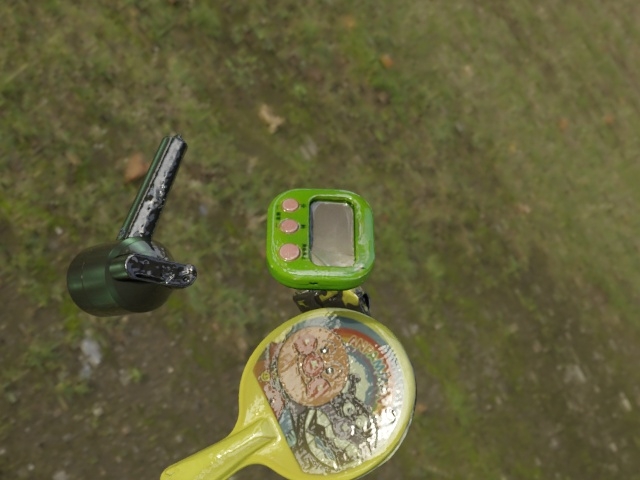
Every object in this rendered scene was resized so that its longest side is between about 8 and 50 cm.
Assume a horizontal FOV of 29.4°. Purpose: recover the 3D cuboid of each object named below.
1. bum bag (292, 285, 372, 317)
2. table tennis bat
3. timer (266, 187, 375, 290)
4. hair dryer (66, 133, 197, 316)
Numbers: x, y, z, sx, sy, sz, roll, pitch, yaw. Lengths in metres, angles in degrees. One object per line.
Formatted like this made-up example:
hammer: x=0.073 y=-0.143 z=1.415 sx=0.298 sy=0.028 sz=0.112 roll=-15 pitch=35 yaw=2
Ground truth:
bum bag: x=0.022 y=0.112 z=1.998 sx=0.060 sy=0.232 sz=0.106 roll=-41 pitch=97 yaw=-21
table tennis bat: x=-0.050 y=0.232 z=1.563 sx=0.224 sy=0.369 sz=0.054 roll=61 pitch=7 yaw=19
timer: x=0.000 y=0.000 z=1.442 sx=0.047 sy=0.128 sz=0.140 roll=95 pitch=-4 yaw=-51
hair dryer: x=-0.247 y=-0.034 z=1.801 sx=0.116 sy=0.244 sz=0.302 roll=27 pitch=71 yaw=-27
